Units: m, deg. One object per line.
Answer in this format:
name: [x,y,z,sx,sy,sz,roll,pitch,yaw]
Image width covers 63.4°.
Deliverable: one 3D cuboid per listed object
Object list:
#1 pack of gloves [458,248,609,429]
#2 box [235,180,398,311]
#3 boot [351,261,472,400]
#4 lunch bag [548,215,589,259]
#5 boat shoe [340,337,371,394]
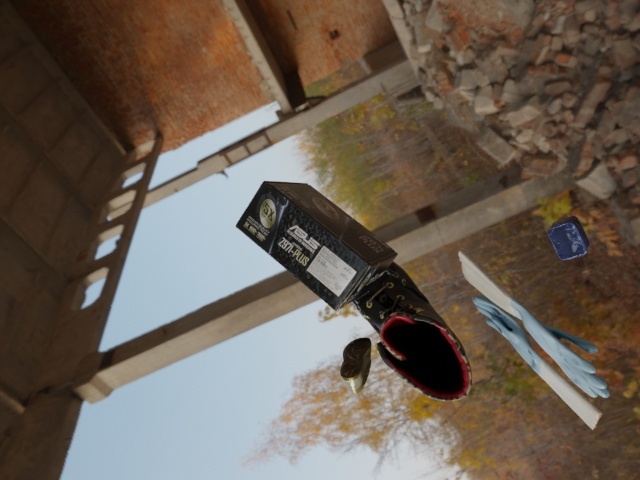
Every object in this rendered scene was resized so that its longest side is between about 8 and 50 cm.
pack of gloves: [0.285,0.120,0.677,0.232,0.046,0.195,50,177,37]
box: [0.000,0.000,0.715,0.180,0.077,0.147,39,-163,15]
boot: [0.150,0.149,1.026,0.377,0.138,0.284,49,-174,7]
lunch bag: [0.585,-0.004,1.213,0.065,0.067,0.098,-33,-81,-50]
boat shoe: [0.064,0.218,0.911,0.135,0.050,0.045,-51,-51,-63]
